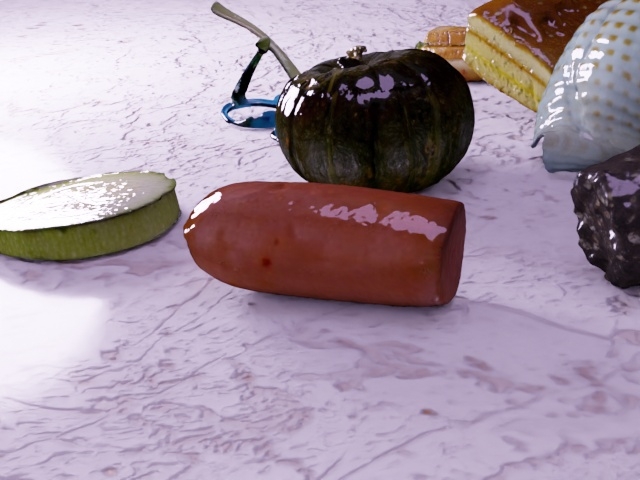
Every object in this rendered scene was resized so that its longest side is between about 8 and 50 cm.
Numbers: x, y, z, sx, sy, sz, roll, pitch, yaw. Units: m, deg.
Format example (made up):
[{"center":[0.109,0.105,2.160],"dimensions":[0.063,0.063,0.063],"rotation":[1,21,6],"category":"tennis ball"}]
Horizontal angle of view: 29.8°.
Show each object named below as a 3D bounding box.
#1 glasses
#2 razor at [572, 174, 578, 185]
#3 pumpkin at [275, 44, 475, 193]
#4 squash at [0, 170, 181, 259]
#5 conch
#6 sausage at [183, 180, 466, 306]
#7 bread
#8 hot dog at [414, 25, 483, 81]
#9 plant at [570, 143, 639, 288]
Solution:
[{"center":[-0.084,-0.208,1.597],"dimensions":[0.102,0.207,0.239],"rotation":[-50,34,-10],"category":"glasses"},{"center":[0.354,-0.044,1.241],"dimensions":[0.211,0.035,0.084],"rotation":[8,8,43],"category":"razor"},{"center":[0.062,-0.143,1.374],"dimensions":[0.238,0.159,0.238],"rotation":[-8,24,4],"category":"pumpkin"},{"center":[-0.262,-0.030,1.329],"dimensions":[0.219,0.041,0.219],"rotation":[-7,18,2],"category":"squash"},{"center":[0.399,-0.199,1.388],"dimensions":[0.319,0.215,0.303],"rotation":[-5,11,-3],"category":"conch"},{"center":[0.000,0.000,1.093],"dimensions":[0.259,0.113,0.113],"rotation":[5,24,21],"category":"sausage"},{"center":[0.334,-0.263,1.617],"dimensions":[0.234,0.110,0.184],"rotation":[-20,50,-32],"category":"bread"},{"center":[0.255,-0.273,1.791],"dimensions":[0.250,0.076,0.104],"rotation":[0,41,22],"category":"hot dog"},{"center":[0.331,-0.032,1.074],"dimensions":[0.195,0.129,0.132],"rotation":[-11,22,-9],"category":"plant"}]
